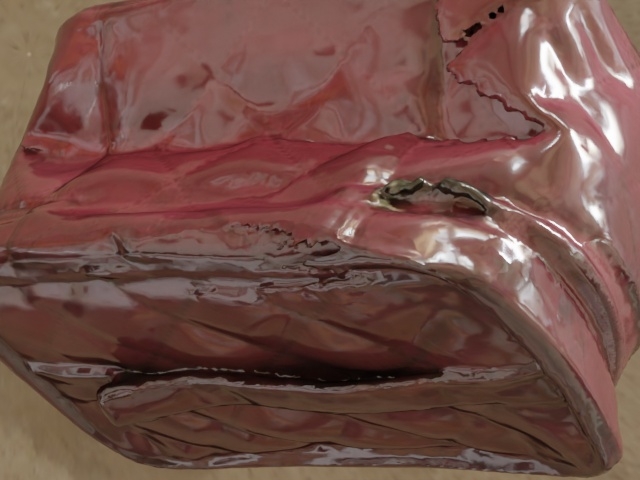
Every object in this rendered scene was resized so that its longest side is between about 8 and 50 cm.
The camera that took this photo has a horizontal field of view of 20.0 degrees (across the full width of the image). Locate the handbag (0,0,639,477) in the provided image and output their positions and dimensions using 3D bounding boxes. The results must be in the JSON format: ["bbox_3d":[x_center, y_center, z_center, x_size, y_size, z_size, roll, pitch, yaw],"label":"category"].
[{"bbox_3d":[0.000,0.000,0.583,0.146,0.225,0.135,50,49,-46],"label":"handbag"}]
